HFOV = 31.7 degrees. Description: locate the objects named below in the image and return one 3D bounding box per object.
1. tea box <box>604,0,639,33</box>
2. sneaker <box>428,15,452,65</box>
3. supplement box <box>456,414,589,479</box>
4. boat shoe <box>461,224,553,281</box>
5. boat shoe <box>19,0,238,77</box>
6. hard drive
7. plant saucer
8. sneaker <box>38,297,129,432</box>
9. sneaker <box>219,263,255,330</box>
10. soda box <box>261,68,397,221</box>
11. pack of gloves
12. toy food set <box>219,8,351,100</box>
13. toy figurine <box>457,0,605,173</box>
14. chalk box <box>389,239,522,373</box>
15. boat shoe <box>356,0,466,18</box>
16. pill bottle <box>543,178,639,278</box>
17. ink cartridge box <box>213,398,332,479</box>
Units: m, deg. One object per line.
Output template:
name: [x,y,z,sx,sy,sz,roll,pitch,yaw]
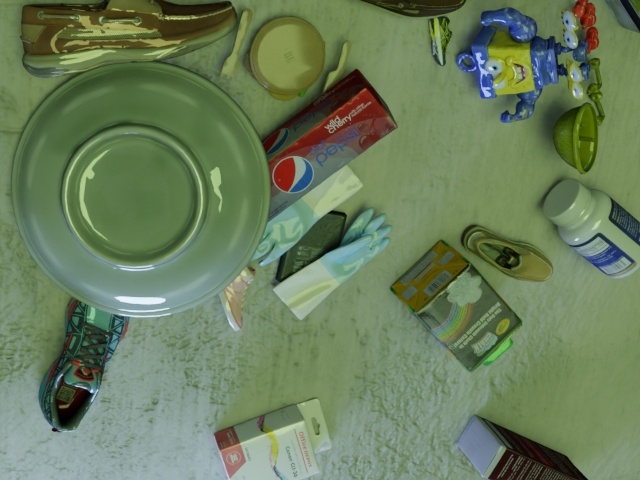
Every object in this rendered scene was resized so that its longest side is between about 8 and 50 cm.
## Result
tea box: [0.619,-0.489,1.748,0.329,0.323,0.220,-40,114,1]
sneaker: [0.201,-0.327,1.842,0.035,0.031,0.083,-14,112,-12]
supplement box: [0.386,0.422,2.105,0.239,0.130,0.073,26,99,-22]
boat shoe: [0.338,0.035,1.986,0.190,0.072,0.068,19,102,-22]
boat shoe: [-0.282,-0.323,1.657,0.324,0.123,0.116,-13,110,-13]
hard drive: [-0.015,0.011,1.902,0.094,0.022,0.135,9,106,-19]
plant saucer: [-0.274,-0.070,1.697,0.400,0.100,0.400,0,100,-2]
sneaker: [-0.370,0.193,1.806,0.104,0.125,0.262,17,103,-21]
sneaker: [-0.135,0.084,1.877,0.070,0.051,0.134,-17,108,-4]
soda box: [-0.014,-0.150,1.783,0.263,0.083,0.092,-36,119,11]
pack of gloves: [0.000,0.000,1.865,0.232,0.046,0.195,-41,115,0]
toy food set: [-0.055,-0.288,1.779,0.192,0.038,0.132,15,102,-20]
toy figurine: [0.340,-0.288,1.862,0.217,0.191,0.362,2,135,21]
chalk box: [0.249,0.129,1.963,0.132,0.132,0.213,-43,115,0]
boat shoe: [0.121,-0.397,1.754,0.257,0.095,0.095,2,100,-17]
pill bottle: [0.486,-0.025,1.988,0.187,0.112,0.112,36,96,-24]
ink cartridge box: [-0.075,0.367,1.985,0.198,0.067,0.115,-19,112,-9]
